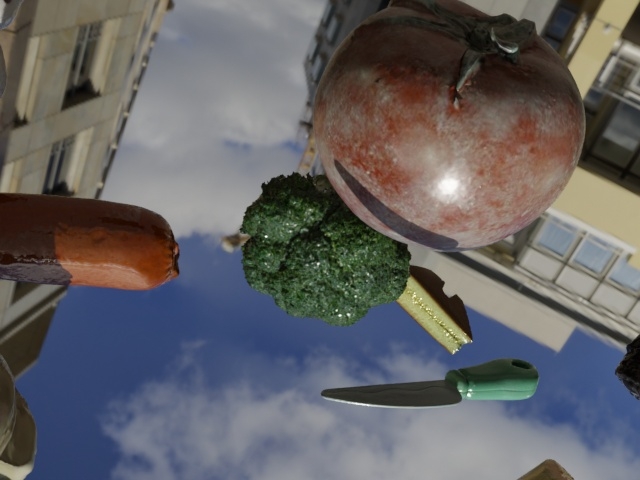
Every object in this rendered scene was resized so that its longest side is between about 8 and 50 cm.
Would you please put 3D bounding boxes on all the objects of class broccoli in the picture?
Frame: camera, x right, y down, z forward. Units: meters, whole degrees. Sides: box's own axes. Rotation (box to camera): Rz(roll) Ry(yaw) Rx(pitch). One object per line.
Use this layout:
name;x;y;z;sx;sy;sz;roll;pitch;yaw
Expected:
broccoli;0.000;0.000;1.353;0.304;0.321;0.283;28;-134;-17

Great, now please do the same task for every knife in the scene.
knife;0.124;0.156;0.802;0.261;0.034;0.063;-2;-159;-30

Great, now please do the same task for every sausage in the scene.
sausage;-0.329;-0.003;0.876;0.349;0.094;0.097;6;-130;-20

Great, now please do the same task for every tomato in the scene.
tomato;0.151;-0.140;0.919;0.317;0.282;0.316;11;-141;-9

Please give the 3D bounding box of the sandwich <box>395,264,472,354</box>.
sandwich;0.249;0.139;1.755;0.244;0.090;0.088;47;-143;2

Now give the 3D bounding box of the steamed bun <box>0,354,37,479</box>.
steamed bun;-0.358;0.197;0.780;0.144;0.217;0.211;8;180;-34

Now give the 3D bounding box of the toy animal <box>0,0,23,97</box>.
toy animal;-0.399;-0.273;0.935;0.131;0.220;0.104;-12;-170;-5

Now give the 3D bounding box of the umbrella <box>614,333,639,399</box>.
umbrella;0.485;0.072;0.917;0.094;0.326;0.090;49;177;24

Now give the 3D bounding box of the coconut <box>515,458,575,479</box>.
coconut;0.316;0.408;1.114;0.147;0.153;0.147;47;-172;-9
